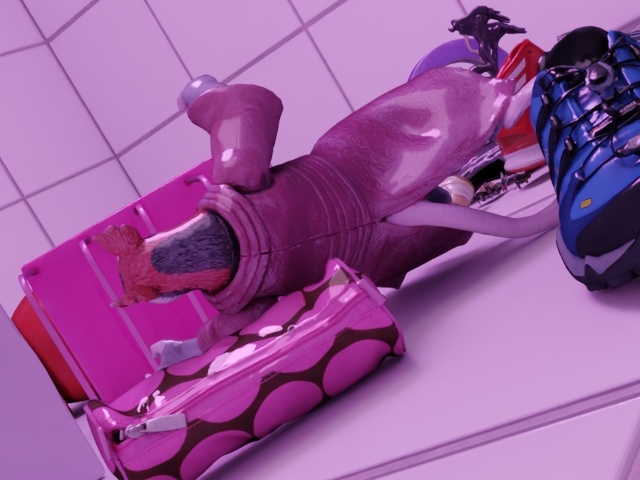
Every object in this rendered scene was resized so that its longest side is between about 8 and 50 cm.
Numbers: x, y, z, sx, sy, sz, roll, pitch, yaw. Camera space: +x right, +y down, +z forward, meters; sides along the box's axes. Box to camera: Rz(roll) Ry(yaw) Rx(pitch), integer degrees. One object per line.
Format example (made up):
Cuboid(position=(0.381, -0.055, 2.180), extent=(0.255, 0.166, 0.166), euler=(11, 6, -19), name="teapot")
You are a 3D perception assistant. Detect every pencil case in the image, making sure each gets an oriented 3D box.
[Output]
Cuboid(position=(-0.045, 0.089, 0.649), extent=(0.209, 0.095, 0.098), euler=(-32, -26, -12), name="pencil case")

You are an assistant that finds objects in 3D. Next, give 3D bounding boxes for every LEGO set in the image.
Cuboid(position=(0.194, -0.055, 1.102), extent=(0.054, 0.023, 0.083), euler=(-35, 19, -23), name="LEGO set")

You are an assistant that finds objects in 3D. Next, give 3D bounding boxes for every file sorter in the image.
Cuboid(position=(-0.149, 0.046, 1.085), extent=(0.290, 0.202, 0.182), euler=(-31, 8, -9), name="file sorter")

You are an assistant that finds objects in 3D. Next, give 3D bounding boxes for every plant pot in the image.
Cuboid(position=(-0.352, 0.142, 1.413), extent=(0.174, 0.191, 0.191), euler=(-40, 8, -20), name="plant pot")

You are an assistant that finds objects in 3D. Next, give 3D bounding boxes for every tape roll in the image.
Cuboid(position=(0.230, -0.226, 1.607), extent=(0.189, 0.189, 0.080), euler=(-30, 5, 4), name="tape roll")

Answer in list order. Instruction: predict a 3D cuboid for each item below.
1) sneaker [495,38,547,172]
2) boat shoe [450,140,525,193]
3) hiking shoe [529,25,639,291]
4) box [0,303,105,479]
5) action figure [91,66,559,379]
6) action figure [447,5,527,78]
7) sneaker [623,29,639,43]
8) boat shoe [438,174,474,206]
Cuboid(position=(0.274, -0.168, 1.046), extent=(0.221, 0.128, 0.087), euler=(-25, 5, -1), name="sneaker")
Cuboid(position=(0.226, -0.092, 1.165), extent=(0.206, 0.075, 0.065), euler=(-22, 51, 26), name="boat shoe")
Cuboid(position=(0.170, -0.060, 0.601), extent=(0.113, 0.132, 0.304), euler=(-30, 5, 11), name="hiking shoe")
Cuboid(position=(-0.397, 0.201, 0.883), extent=(0.345, 0.215, 0.168), euler=(-28, 6, 34), name="box")
Cuboid(position=(0.000, 0.000, 0.766), extent=(0.275, 0.248, 0.370), euler=(10, 21, 40), name="action figure")
Cuboid(position=(0.234, -0.200, 1.490), extent=(0.141, 0.276, 0.164), euler=(13, -2, 26), name="action figure")
Cuboid(position=(0.332, -0.170, 0.950), extent=(0.267, 0.101, 0.106), euler=(-31, 7, -6), name="sneaker")
Cuboid(position=(0.109, -0.024, 1.104), extent=(0.135, 0.050, 0.045), euler=(-35, 26, 36), name="boat shoe")
